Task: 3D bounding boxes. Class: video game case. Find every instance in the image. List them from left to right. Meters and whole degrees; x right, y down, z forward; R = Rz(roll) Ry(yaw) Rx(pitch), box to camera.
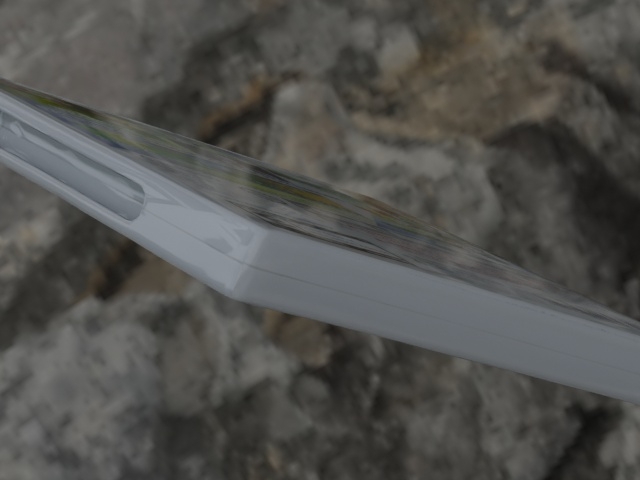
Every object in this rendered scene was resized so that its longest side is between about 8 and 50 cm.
[{"bbox_3d":[0.000,0.000,0.961,0.300,0.329,0.036,27,98,48],"label":"video game case"}]
